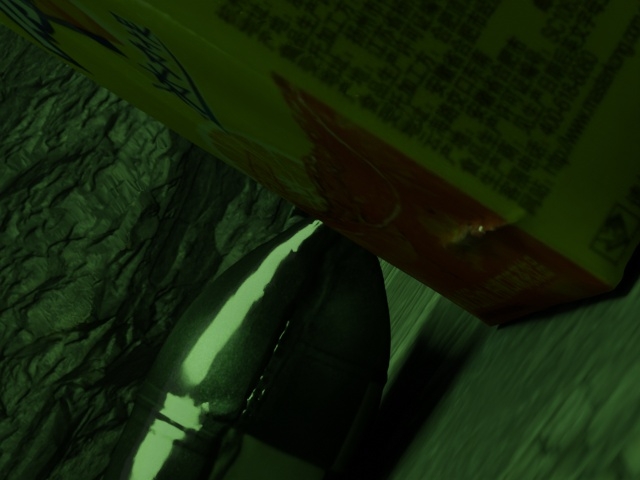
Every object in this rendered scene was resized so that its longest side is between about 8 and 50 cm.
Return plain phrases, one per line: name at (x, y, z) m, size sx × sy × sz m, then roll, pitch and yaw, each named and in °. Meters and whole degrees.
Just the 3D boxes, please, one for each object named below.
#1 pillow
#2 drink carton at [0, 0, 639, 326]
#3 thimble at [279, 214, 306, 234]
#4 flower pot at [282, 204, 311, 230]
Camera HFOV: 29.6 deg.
pillow at (-0.043, 0.107, 0.563) m, size 0.186 × 0.106 × 0.250 m, roll 92°, pitch -157°, yaw -83°
drink carton at (-0.044, -0.111, 0.413) m, size 0.111 × 0.351 × 0.154 m, roll -58°, pitch 1°, yaw -11°
thimble at (-0.026, 0.053, 1.272) m, size 0.150 × 0.098 × 0.150 m, roll -57°, pitch 1°, yaw 2°
flower pot at (0.000, 0.000, 1.393) m, size 0.229 × 0.103 × 0.108 m, roll -56°, pitch 3°, yaw 19°
